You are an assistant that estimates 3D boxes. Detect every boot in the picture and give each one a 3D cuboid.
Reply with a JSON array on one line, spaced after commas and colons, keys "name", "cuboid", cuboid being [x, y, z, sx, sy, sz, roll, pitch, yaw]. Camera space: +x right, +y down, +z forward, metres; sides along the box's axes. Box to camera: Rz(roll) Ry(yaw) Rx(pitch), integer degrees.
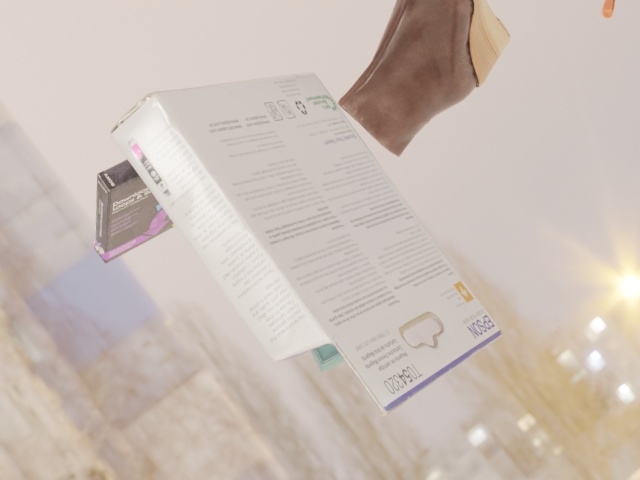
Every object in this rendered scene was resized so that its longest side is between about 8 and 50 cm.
[{"name": "boot", "cuboid": [0.098, -0.227, 1.777, 0.207, 0.090, 0.248, -44, -47, 2]}]

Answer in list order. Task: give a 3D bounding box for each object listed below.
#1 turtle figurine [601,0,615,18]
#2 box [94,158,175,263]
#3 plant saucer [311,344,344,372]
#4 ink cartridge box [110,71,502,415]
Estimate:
[{"name": "turtle figurine", "cuboid": [0.383, -0.253, 1.385, 0.217, 0.087, 0.269, -5, 24, 41]}, {"name": "box", "cuboid": [-0.187, -0.047, 1.650, 0.116, 0.029, 0.162, -30, -21, -22]}, {"name": "plant saucer", "cuboid": [-0.014, 0.078, 2.058, 0.067, 0.192, 0.018, -30, -15, 7]}, {"name": "ink cartridge box", "cuboid": [0.000, 0.000, 1.389, 0.071, 0.330, 0.324, -38, -8, 24]}]
